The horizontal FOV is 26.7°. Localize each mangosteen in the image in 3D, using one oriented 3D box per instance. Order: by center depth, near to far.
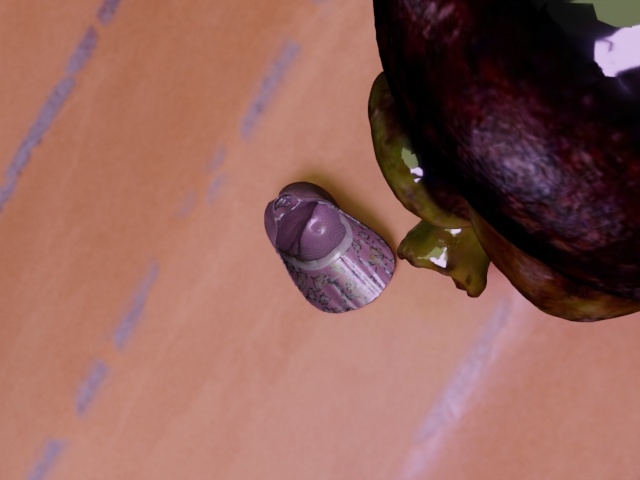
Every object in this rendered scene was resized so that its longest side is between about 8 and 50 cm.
[{"bbox_3d":[0.156,-0.113,0.632,0.297,0.313,0.296,-1,94,-19],"label":"mangosteen"}]

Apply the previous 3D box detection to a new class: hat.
[{"bbox_3d":[0.002,0.001,0.792,0.087,0.042,0.058,39,105,-19],"label":"hat"}]
